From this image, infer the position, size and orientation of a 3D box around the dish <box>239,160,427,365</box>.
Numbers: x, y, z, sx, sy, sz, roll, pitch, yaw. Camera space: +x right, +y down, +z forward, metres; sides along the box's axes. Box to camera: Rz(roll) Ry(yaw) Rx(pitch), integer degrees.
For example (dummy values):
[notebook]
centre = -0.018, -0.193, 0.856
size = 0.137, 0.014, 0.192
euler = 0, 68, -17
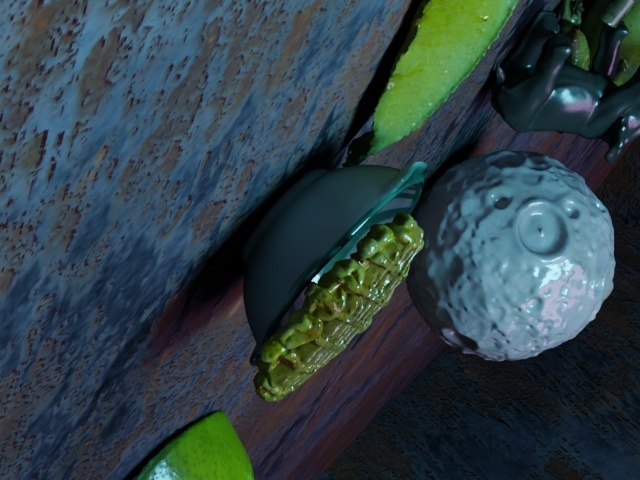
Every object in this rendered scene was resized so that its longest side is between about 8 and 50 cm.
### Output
[dish]
centre = 0.000, 0.000, 1.186
size = 0.224, 0.078, 0.246
euler = -52, 168, 14

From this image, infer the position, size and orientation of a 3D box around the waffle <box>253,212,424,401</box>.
[waffle]
centre = 0.015, 0.056, 1.133
size = 0.191, 0.038, 0.191
euler = -46, 169, -12

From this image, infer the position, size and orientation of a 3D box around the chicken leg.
[chicken leg]
centre = 0.276, -0.212, 1.610
size = 0.093, 0.070, 0.178
euler = -39, 159, -18

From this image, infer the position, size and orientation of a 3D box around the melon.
[melon]
centre = 0.088, -0.146, 1.119
size = 0.114, 0.053, 0.261
euler = -26, 155, -47

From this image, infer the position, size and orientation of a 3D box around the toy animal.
[toy animal]
centre = 0.298, -0.172, 1.541
size = 0.114, 0.245, 0.146
euler = -88, -164, -46

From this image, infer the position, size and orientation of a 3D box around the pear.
[pear]
centre = -0.158, 0.312, 1.526
size = 0.288, 0.139, 0.239
euler = -46, 160, -22

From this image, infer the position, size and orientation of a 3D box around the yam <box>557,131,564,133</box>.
[yam]
centre = 0.372, -0.199, 1.984
size = 0.084, 0.084, 0.127
euler = -55, 170, 29

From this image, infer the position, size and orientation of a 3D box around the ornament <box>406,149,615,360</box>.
[ornament]
centre = 0.229, 0.015, 1.675
size = 0.259, 0.259, 0.225
euler = -46, 178, -17

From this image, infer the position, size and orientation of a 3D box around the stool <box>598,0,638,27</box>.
[stool]
centre = 0.320, -0.277, 1.407
size = 0.217, 0.125, 0.121
euler = -16, 148, -54

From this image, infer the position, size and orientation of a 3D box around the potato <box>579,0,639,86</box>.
[potato]
centre = 0.398, -0.266, 1.682
size = 0.228, 0.148, 0.197
euler = -53, 156, 21
